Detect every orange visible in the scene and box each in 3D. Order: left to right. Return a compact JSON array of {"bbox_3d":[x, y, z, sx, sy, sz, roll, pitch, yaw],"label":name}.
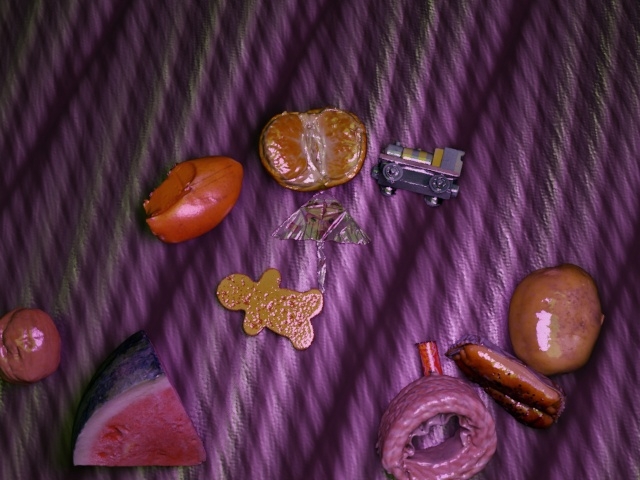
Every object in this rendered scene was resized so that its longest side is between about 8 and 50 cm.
[{"bbox_3d":[-0.015,-0.197,1.585,0.238,0.158,0.179,-9,81,-1],"label":"orange"}]

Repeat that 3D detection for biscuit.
[{"bbox_3d":[-0.113,0.142,1.573,0.241,0.035,0.158,22,76,5],"label":"biscuit"}]

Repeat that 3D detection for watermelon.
[{"bbox_3d":[-0.363,0.352,1.423,0.293,0.250,0.283,33,85,10],"label":"watermelon"}]

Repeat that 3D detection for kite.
[{"bbox_3d":[0.000,0.000,1.616,0.230,0.012,0.249,1,78,4],"label":"kite"}]

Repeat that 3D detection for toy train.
[{"bbox_3d":[0.220,-0.158,1.621,0.200,0.083,0.132,16,67,4],"label":"toy train"}]

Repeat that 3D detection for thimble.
[{"bbox_3d":[0.232,0.387,1.441,0.196,0.148,0.229,42,96,-7],"label":"thimble"}]

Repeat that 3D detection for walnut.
[{"bbox_3d":[-0.621,0.221,1.509,0.167,0.149,0.166,0,90,32],"label":"walnut"}]

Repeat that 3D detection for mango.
[{"bbox_3d":[-0.276,-0.096,1.584,0.252,0.126,0.154,-39,69,-15],"label":"mango"}]

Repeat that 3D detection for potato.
[{"bbox_3d":[0.494,0.167,1.505,0.197,0.148,0.228,-11,76,11],"label":"potato"}]

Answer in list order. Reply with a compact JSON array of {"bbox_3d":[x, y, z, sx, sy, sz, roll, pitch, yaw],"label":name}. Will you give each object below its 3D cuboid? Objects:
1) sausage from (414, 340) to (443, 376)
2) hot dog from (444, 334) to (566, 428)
[{"bbox_3d":[0.241,0.288,1.534,0.050,0.048,0.145,-10,80,-5],"label":"sausage"},{"bbox_3d":[0.381,0.290,1.471,0.271,0.162,0.081,34,64,7],"label":"hot dog"}]
